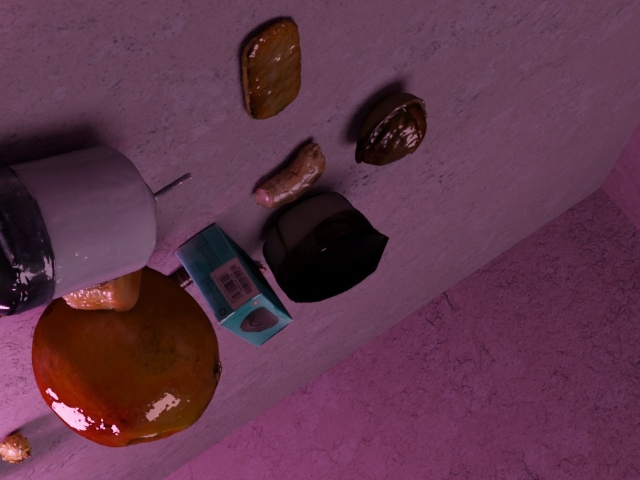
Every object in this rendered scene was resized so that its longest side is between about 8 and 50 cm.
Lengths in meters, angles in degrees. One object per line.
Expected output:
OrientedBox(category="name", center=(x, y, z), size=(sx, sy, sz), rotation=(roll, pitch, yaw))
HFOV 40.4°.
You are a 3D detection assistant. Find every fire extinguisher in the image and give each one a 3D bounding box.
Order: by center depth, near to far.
OrientedBox(category="fire extinguisher", center=(-0.356, 0.120, 1.965), size=(0.158, 0.043, 0.064), rotation=(-36, -157, 2))

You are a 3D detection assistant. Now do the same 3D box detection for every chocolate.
OrientedBox(category="chocolate", center=(0.000, 0.000, 2.072), size=(0.283, 0.186, 0.284), rotation=(-22, 153, -12))

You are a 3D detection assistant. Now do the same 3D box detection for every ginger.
OrientedBox(category="ginger", center=(-0.059, -0.131, 1.849), size=(0.190, 0.069, 0.095), rotation=(-42, 138, 18))

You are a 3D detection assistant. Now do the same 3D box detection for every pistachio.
OrientedBox(category="pistachio", center=(0.151, -0.231, 1.883), size=(0.210, 0.131, 0.165), rotation=(-40, 165, 37))

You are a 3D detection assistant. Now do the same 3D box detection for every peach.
OrientedBox(category="peach", center=(-0.370, 0.209, 1.674), size=(0.372, 0.373, 0.290), rotation=(-33, 163, -10))

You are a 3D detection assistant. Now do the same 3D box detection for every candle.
OrientedBox(category="candle", center=(-0.385, -0.025, 1.329), size=(0.342, 0.221, 0.221), rotation=(-20, 155, -41))

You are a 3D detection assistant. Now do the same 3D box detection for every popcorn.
OrientedBox(category="popcorn", center=(-0.755, 0.518, 2.160), size=(0.057, 0.083, 0.082), rotation=(-56, 164, -63))

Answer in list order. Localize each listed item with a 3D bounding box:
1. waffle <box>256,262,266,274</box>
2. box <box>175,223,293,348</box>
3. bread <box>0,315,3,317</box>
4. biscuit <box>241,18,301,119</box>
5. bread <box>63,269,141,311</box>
OrientedBox(category="waffle", center=(-0.177, 0.087, 2.204), size=(0.075, 0.029, 0.083), rotation=(-17, 156, -36))
OrientedBox(category="box", center=(-0.189, 0.109, 1.980), size=(0.118, 0.205, 0.311), rotation=(-33, 159, 0))
OrientedBox(category="bread", center=(-0.619, 0.076, 1.387), size=(0.077, 0.084, 0.367), rotation=(5, 173, 24))
OrientedBox(category="biscuit", center=(-0.084, -0.291, 1.505), size=(0.118, 0.029, 0.247), rotation=(-37, 161, -16))
OrientedBox(category="bread", center=(-0.381, 0.027, 1.491), size=(0.140, 0.160, 0.169), rotation=(3, 163, -4))
